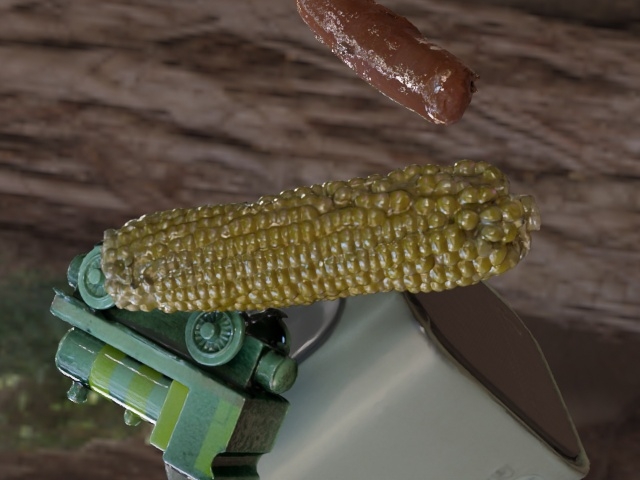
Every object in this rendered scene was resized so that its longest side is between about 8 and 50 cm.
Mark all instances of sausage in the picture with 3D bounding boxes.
[{"bbox_3d":[0.064,-0.208,1.688,0.326,0.079,0.087,44,158,47],"label":"sausage"}]

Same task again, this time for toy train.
[{"bbox_3d":[-0.112,0.083,1.133,0.083,0.200,0.132,16,-83,-58],"label":"toy train"}]

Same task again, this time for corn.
[{"bbox_3d":[0.000,0.000,1.049,0.086,0.288,0.086,-7,-90,-88],"label":"corn"}]

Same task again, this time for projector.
[{"bbox_3d":[0.038,0.139,1.318,0.249,0.248,0.248,-40,29,15],"label":"projector"}]
